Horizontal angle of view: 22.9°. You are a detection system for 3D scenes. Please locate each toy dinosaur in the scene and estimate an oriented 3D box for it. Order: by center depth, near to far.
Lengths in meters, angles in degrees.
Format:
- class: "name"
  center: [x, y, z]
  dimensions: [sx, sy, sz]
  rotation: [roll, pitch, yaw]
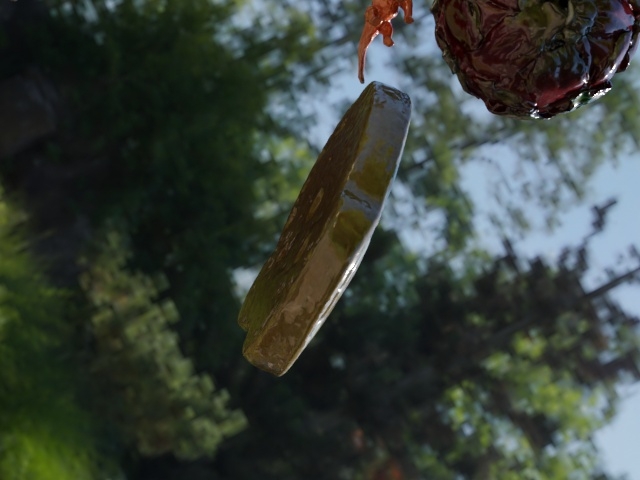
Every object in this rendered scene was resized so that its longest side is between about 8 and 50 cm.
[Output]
- class: "toy dinosaur"
  center: [0.108, -0.356, 2.304]
  dimensions: [0.055, 0.279, 0.101]
  rotation: [21, 25, -26]

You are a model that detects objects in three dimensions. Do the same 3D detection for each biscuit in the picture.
- class: "biscuit"
  center: [0.002, 0.001, 1.533]
  dimensions: [0.287, 0.057, 0.344]
  rotation: [-56, -170, 35]

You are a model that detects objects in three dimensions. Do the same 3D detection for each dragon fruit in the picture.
- class: "dragon fruit"
  center: [0.320, -0.331, 2.338]
  dimensions: [0.329, 0.329, 0.329]
  rotation: [60, -11, 20]
